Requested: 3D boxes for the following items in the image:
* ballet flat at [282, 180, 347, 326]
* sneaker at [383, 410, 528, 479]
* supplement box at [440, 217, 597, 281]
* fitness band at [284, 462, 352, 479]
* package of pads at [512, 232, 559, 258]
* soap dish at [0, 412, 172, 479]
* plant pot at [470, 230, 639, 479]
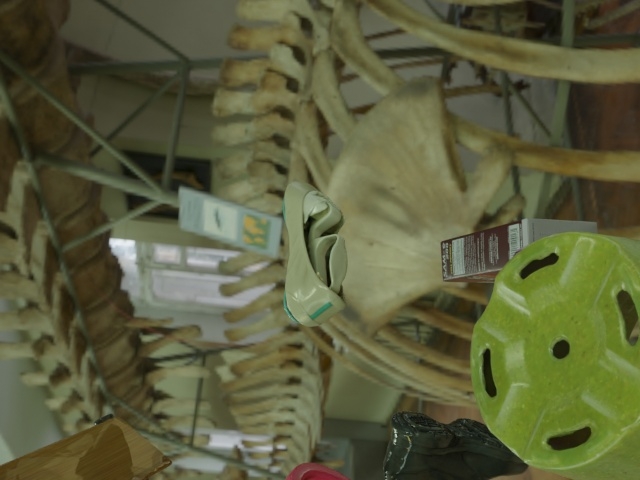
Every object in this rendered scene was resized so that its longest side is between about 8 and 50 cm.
[{"bbox_3d":[0.000,0.000,1.074,0.086,0.086,0.248,101,169,-49],"label":"ballet flat"},{"bbox_3d":[0.219,0.364,1.360,0.109,0.286,0.130,31,105,64],"label":"sneaker"},{"bbox_3d":[0.303,0.021,1.286,0.239,0.130,0.073,160,110,-67],"label":"supplement box"},{"bbox_3d":[0.059,0.465,1.292,0.054,0.291,0.209,-54,-7,13],"label":"fitness band"},{"bbox_3d":[0.281,0.025,1.068,0.050,0.032,0.083,-52,9,-28],"label":"package of pads"},{"bbox_3d":[-0.327,0.295,0.859,0.118,0.229,0.291,63,-159,8],"label":"soap dish"},{"bbox_3d":[0.275,0.106,0.675,0.276,0.254,0.276,-30,52,49],"label":"plant pot"}]
